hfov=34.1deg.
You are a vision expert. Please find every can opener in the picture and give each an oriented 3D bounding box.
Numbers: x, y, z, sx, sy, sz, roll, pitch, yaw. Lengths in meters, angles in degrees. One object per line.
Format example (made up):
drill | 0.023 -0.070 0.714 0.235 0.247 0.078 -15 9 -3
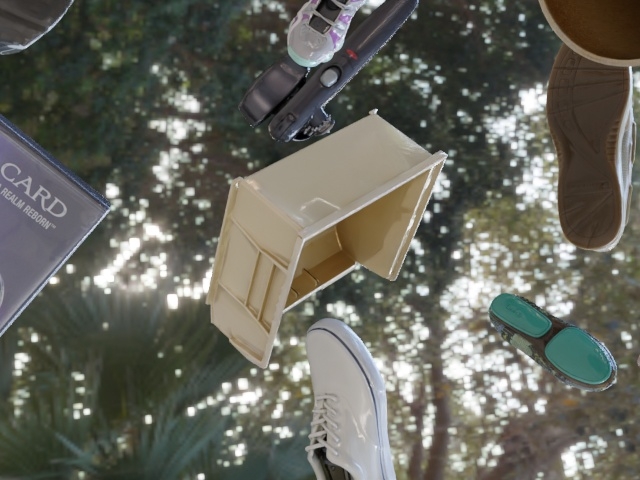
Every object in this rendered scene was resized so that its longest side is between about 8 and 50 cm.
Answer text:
can opener | 0.017 -0.151 0.890 0.073 0.186 0.059 50 -13 -12

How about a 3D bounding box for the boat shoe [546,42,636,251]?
boat shoe | 0.365 -0.135 1.382 0.109 0.098 0.302 -3 -96 26

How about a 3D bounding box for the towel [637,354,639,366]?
towel | 0.253 0.076 0.544 0.197 0.144 0.029 47 -33 -12

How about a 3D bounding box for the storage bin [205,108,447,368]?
storage bin | 0.000 0.000 1.332 0.123 0.262 0.260 40 -42 22

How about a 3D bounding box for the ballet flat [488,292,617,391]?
ballet flat | 0.275 0.126 1.225 0.188 0.070 0.070 43 -54 44

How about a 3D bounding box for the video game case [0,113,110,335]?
video game case | -0.295 0.020 0.650 0.274 0.196 0.026 -48 -163 3

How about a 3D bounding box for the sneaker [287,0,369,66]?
sneaker | 0.011 -0.163 0.672 0.098 0.038 0.069 -60 177 -22

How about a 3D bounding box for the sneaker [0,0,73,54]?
sneaker | -0.197 -0.203 0.728 0.077 0.072 0.178 -18 -133 63

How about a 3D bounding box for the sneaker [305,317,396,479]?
sneaker | 0.026 0.222 1.236 0.094 0.091 0.258 -8 -78 41

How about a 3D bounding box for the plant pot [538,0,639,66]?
plant pot | 0.359 -0.259 0.913 0.237 0.254 0.237 0 -90 54
